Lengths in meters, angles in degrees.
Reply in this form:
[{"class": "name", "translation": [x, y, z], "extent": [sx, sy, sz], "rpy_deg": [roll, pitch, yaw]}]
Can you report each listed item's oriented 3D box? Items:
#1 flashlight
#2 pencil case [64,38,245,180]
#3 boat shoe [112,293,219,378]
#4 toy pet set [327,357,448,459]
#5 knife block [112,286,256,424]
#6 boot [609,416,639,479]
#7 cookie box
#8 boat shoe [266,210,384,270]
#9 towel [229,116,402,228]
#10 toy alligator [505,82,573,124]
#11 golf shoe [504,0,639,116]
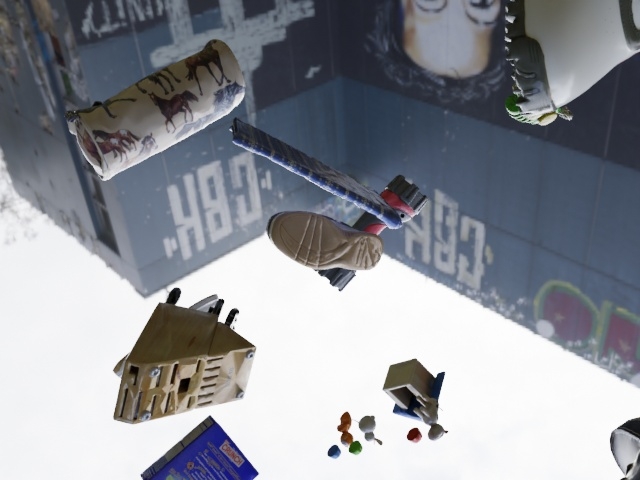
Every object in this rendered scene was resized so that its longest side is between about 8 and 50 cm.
[{"class": "flashlight", "translation": [0.120, -0.013, 1.668], "extent": [0.304, 0.103, 0.103], "rpy_deg": [-50, -144, 0]}, {"class": "pencil case", "translation": [-0.363, -0.308, 1.605], "extent": [0.410, 0.160, 0.183], "rpy_deg": [-34, -108, -20]}, {"class": "boat shoe", "translation": [-0.311, 0.223, 1.525], "extent": [0.277, 0.098, 0.096], "rpy_deg": [-40, -91, -27]}, {"class": "toy pet set", "translation": [0.086, 0.188, 0.741], "extent": [0.122, 0.065, 0.114], "rpy_deg": [-24, -151, 40]}, {"class": "knife block", "translation": [-0.223, 0.148, 1.028], "extent": [0.242, 0.088, 0.276], "rpy_deg": [26, -162, 38]}, {"class": "boot", "translation": [0.427, 0.385, 1.019], "extent": [0.284, 0.138, 0.377], "rpy_deg": [-12, -167, -1]}, {"class": "cookie box", "translation": [-0.142, 0.278, 0.840], "extent": [0.107, 0.091, 0.040], "rpy_deg": [-39, -164, -16]}, {"class": "boat shoe", "translation": [0.000, 0.000, 1.363], "extent": [0.285, 0.102, 0.092], "rpy_deg": [10, -175, -42]}, {"class": "towel", "translation": [-0.017, -0.124, 1.311], "extent": [0.336, 0.040, 0.243], "rpy_deg": [26, -170, -15]}, {"class": "toy alligator", "translation": [0.320, -0.194, 1.052], "extent": [0.190, 0.051, 0.056], "rpy_deg": [7, -125, -51]}, {"class": "golf shoe", "translation": [0.219, -0.180, 0.492], "extent": [0.120, 0.105, 0.273], "rpy_deg": [9, -136, 42]}]
